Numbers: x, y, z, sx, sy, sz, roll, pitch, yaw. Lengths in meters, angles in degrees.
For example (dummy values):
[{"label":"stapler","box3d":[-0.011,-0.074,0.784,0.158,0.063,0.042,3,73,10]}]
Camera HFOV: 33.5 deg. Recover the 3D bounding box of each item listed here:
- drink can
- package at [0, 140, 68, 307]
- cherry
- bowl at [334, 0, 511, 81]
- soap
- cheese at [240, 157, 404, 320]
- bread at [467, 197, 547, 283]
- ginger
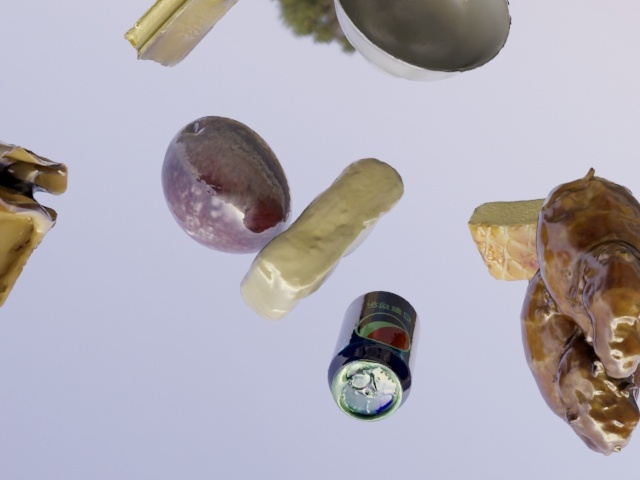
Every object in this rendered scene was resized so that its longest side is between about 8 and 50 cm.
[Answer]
[{"label":"drink can","box3d":[0.076,0.159,1.480,0.118,0.118,0.205,35,-155,-7]},{"label":"package","box3d":[-0.455,-0.088,1.194,0.311,0.221,0.165,17,-141,10]},{"label":"cherry","box3d":[-0.141,-0.080,1.611,0.266,0.183,0.213,29,161,46]},{"label":"bowl","box3d":[0.088,-0.219,1.063,0.189,0.086,0.189,9,-121,-15]},{"label":"soap","box3d":[-0.279,-0.457,2.173,0.076,0.233,0.135,58,-155,16]},{"label":"cheese","box3d":[-0.001,-0.001,1.455,0.093,0.159,0.263,44,-104,6]},{"label":"bread","box3d":[0.318,-0.001,1.545,0.125,0.188,0.068,54,-131,-34]},{"label":"ginger","box3d":[0.350,0.111,1.334,0.152,0.358,0.274,-7,-144,-7]}]
